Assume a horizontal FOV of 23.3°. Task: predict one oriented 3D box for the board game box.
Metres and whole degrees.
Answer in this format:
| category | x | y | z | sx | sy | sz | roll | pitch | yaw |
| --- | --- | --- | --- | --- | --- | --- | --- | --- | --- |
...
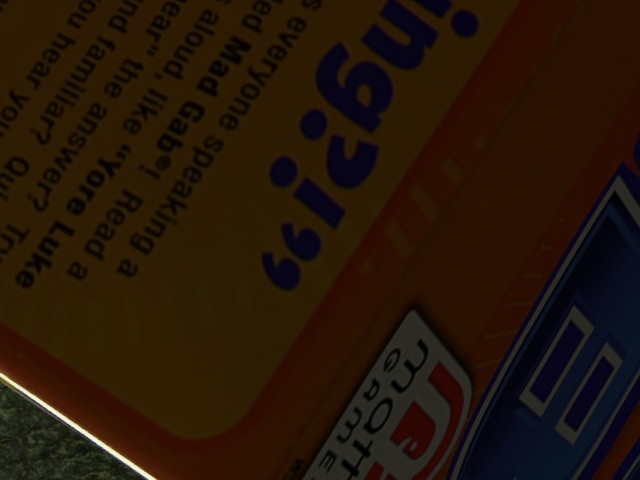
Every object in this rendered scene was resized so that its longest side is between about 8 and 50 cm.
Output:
| category | x | y | z | sx | sy | sz | roll | pitch | yaw |
| --- | --- | --- | --- | --- | --- | --- | --- | --- | --- |
| board game box | 0.004 | -0.087 | 0.564 | 0.356 | 0.356 | 0.356 | 28 | 169 | 30 |
